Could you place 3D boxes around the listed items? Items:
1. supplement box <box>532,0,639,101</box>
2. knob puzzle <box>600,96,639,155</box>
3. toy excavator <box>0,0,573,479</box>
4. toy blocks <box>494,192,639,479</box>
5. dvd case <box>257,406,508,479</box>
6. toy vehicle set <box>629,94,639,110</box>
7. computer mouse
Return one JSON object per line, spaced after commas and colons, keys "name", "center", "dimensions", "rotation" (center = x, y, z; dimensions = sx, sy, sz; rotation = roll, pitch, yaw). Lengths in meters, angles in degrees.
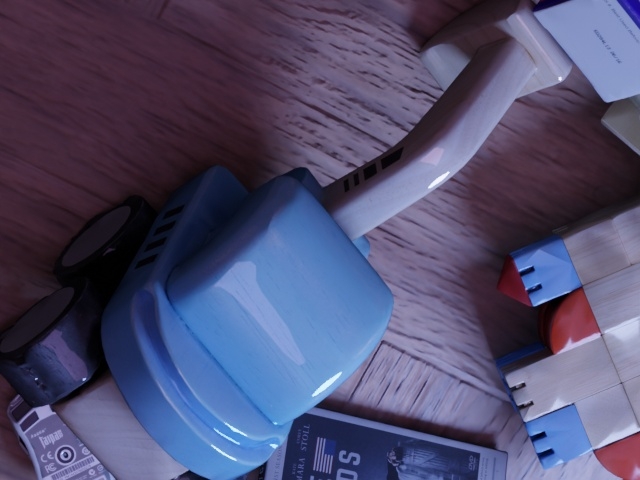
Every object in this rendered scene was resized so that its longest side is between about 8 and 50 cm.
{"name": "supplement box", "center": [0.303, -0.239, 1.566], "dimensions": [0.111, 0.114, 0.220], "rotation": [48, 63, -17]}
{"name": "knob puzzle", "center": [0.376, -0.122, 1.619], "dimensions": [0.213, 0.030, 0.213], "rotation": [-1, 78, 3]}
{"name": "toy excavator", "center": [0.000, 0.000, 1.543], "dimensions": [0.445, 0.433, 0.222], "rotation": [-28, 110, 27]}
{"name": "toy blocks", "center": [0.285, 0.119, 1.679], "dimensions": [0.261, 0.191, 0.381], "rotation": [-22, 95, 3]}
{"name": "dvd case", "center": [0.055, 0.259, 1.692], "dimensions": [0.239, 0.029, 0.179], "rotation": [15, 66, -14]}
{"name": "toy vehicle set", "center": [0.426, -0.152, 1.588], "dimensions": [0.267, 0.035, 0.166], "rotation": [-38, 79, -5]}
{"name": "computer mouse", "center": [-0.251, 0.165, 1.654], "dimensions": [0.106, 0.042, 0.193], "rotation": [-24, 102, -8]}
